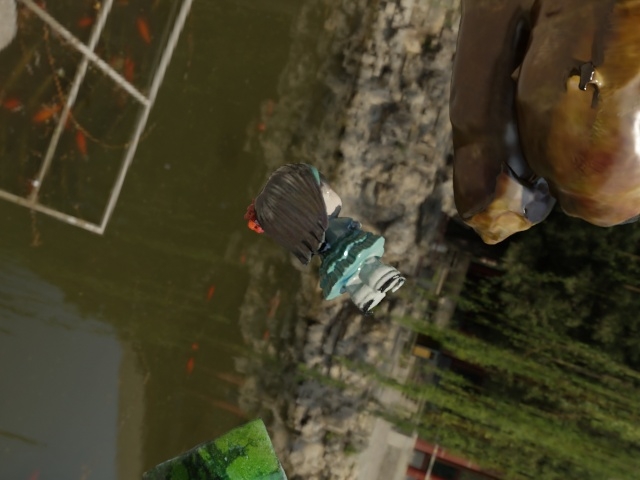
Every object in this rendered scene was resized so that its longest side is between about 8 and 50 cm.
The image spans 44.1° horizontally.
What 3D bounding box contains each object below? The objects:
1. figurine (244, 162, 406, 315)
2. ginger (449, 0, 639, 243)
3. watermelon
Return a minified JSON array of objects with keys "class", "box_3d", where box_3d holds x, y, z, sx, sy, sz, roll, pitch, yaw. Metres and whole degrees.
[{"class":"figurine","box_3d":[0.000,0.000,1.111,0.138,0.245,0.110,-50,161,19]},{"class":"ginger","box_3d":[0.223,-0.203,0.647,0.254,0.176,0.419,3,-96,62]},{"class":"watermelon","box_3d":[-0.099,0.306,0.843,0.128,0.146,0.231,-158,-131,-69]}]
